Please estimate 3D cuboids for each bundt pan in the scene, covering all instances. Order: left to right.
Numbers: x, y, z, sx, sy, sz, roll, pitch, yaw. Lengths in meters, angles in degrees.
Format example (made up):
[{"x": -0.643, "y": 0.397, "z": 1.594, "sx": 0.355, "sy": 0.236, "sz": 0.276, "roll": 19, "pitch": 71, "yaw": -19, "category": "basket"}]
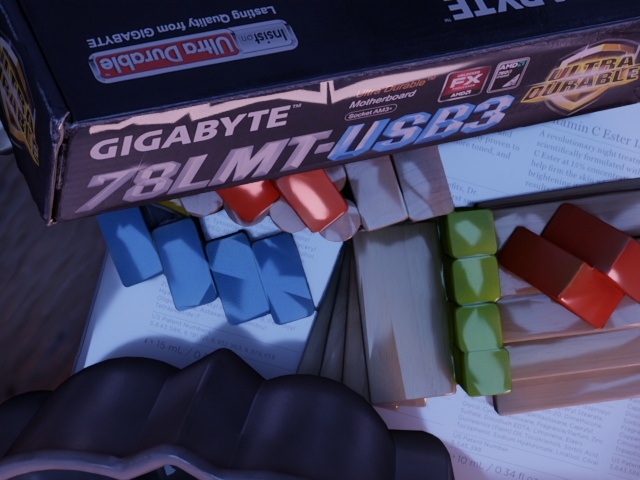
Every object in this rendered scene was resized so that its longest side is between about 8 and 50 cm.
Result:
[{"x": -0.047, "y": 0.181, "z": 0.809, "sx": 0.331, "sy": 0.124, "sz": 0.331, "roll": 6, "pitch": 128, "yaw": 8, "category": "bundt pan"}]

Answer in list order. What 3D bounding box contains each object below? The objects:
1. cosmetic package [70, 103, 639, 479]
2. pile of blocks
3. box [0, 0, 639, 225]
[{"x": 0.091, "y": -0.012, "z": 0.871, "sx": 0.377, "sy": 0.097, "sz": 0.284, "roll": 16, "pitch": 94, "yaw": -3, "category": "cosmetic package"}, {"x": 0.000, "y": 0.000, "z": 0.766, "sx": 0.362, "sy": 0.112, "sz": 0.149, "roll": 17, "pitch": 91, "yaw": -2, "category": "pile of blocks"}, {"x": -0.030, "y": -0.163, "z": 0.753, "sx": 0.295, "sy": 0.073, "sz": 0.293, "roll": -13, "pitch": 57, "yaw": -23, "category": "box"}]
